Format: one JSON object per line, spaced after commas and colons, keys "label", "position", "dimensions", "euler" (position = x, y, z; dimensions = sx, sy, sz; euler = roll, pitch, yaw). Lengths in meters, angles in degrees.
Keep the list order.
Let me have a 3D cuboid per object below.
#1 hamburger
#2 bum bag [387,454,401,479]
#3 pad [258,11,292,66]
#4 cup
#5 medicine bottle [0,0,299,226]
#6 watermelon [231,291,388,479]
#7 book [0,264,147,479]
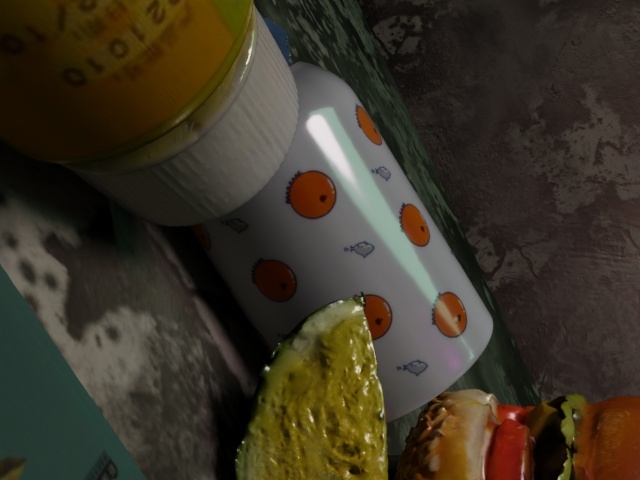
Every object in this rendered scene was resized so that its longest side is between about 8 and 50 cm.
{"label": "hamburger", "position": [0.193, 0.287, 0.698], "dimensions": [0.330, 0.250, 0.330], "euler": [-1, 90, -65]}
{"label": "bum bag", "position": [0.160, 0.353, 0.935], "dimensions": [0.326, 0.079, 0.142], "euler": [48, 20, -35]}
{"label": "pad", "position": [-0.130, -0.268, 1.016], "dimensions": [0.269, 0.012, 0.270], "euler": [31, 33, -31]}
{"label": "cup", "position": [0.000, 0.000, 0.782], "dimensions": [0.317, 0.212, 0.212], "euler": [58, 18, -12]}
{"label": "medicine bottle", "position": [-0.158, -0.164, 0.502], "dimensions": [0.384, 0.224, 0.224], "euler": [52, 17, -62]}
{"label": "watermelon", "position": [0.007, 0.195, 0.636], "dimensions": [0.123, 0.129, 0.301], "euler": [23, 57, -58]}
{"label": "book", "position": [-0.229, 0.043, 0.356], "dimensions": [0.379, 0.031, 0.264], "euler": [59, 17, -12]}
